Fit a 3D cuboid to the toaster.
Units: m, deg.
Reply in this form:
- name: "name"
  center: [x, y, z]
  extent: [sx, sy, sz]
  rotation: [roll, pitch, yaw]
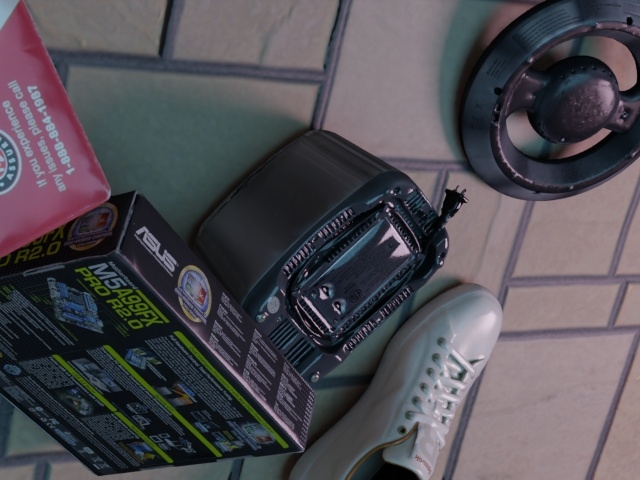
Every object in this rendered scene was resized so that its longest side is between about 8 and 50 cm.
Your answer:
- name: "toaster"
  center: [0.000, 0.000, 1.124]
  extent: [0.227, 0.146, 0.129]
  rotation: [-44, 131, -5]

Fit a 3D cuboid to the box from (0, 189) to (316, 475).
- name: "box"
  center: [-0.161, 0.086, 1.035]
  extent: [0.270, 0.216, 0.060]
  rotation: [52, 37, -39]

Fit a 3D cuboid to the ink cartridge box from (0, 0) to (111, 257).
- name: "ink cartridge box"
  center: [-0.367, -0.066, 0.795]
  extent: [0.385, 0.160, 0.279]
  rotation: [-30, 116, -20]

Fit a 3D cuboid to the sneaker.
- name: "sneaker"
  center: [0.101, 0.175, 1.292]
  extent: [0.106, 0.123, 0.290]
  rotation: [42, 82, -31]

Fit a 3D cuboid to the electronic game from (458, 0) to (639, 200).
- name: "electronic game"
  center: [0.239, -0.134, 1.256]
  extent: [0.229, 0.048, 0.229]
  rotation: [-11, 130, -14]
